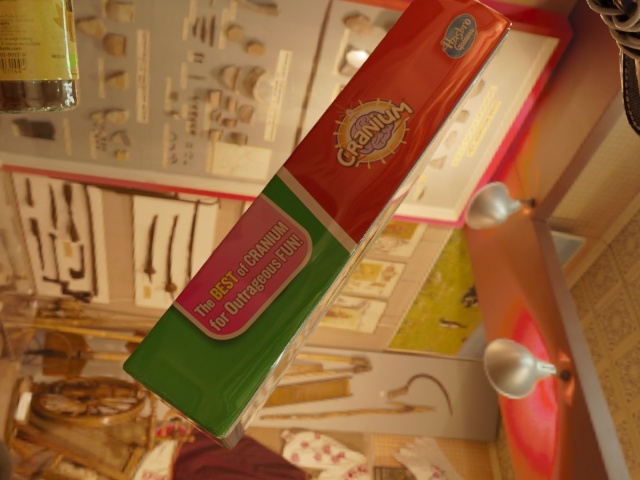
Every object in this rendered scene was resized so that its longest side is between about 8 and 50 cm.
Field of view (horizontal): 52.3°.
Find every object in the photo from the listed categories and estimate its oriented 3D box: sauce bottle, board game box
[{"bbox_3d":[-0.321,-0.308,0.680,0.111,0.112,0.344,-118,-152,-73],"label":"sauce bottle"},{"bbox_3d":[0.000,0.000,0.483,0.316,0.064,0.242,-54,174,-20],"label":"board game box"}]

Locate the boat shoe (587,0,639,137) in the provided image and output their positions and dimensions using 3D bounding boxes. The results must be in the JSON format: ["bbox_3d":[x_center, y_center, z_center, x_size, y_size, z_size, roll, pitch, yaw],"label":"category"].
[{"bbox_3d":[0.318,-0.229,0.640,0.127,0.158,0.340,40,-32,50],"label":"boat shoe"}]
